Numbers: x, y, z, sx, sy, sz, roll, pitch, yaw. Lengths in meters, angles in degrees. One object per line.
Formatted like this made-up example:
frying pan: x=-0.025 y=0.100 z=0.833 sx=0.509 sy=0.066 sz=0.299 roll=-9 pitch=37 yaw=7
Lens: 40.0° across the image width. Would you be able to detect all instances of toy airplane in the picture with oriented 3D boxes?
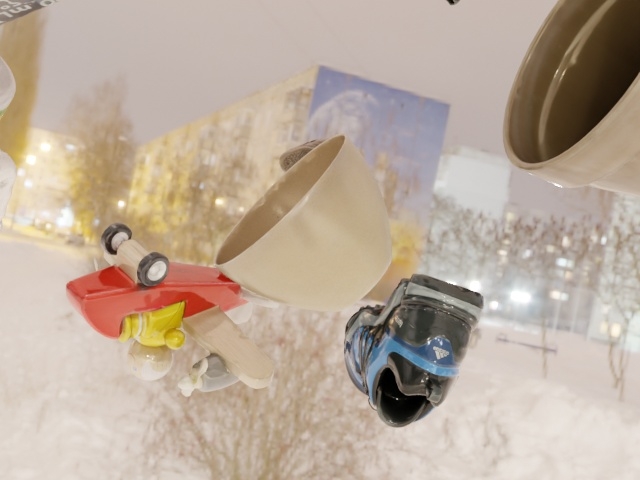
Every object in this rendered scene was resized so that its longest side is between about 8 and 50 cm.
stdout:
toy airplane: x=-0.267 y=0.135 z=1.644 sx=0.384 sy=0.272 sz=0.386 roll=23 pitch=11 yaw=-8

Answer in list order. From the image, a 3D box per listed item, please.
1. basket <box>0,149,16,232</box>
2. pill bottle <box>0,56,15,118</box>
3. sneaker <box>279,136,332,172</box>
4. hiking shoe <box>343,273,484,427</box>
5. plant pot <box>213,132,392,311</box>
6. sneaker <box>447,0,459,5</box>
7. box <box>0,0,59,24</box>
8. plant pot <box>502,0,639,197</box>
basket: x=-0.640 y=-0.045 z=1.178 sx=0.331 sy=0.328 sz=0.266 roll=1 pitch=36 yaw=-45
pill bottle: x=-0.450 y=-0.108 z=0.964 sx=0.136 sy=0.246 sz=0.136 roll=32 pitch=27 yaw=-18
sneaker: x=-0.017 y=-0.184 z=1.904 sx=0.188 sy=0.066 sz=0.071 roll=-13 pitch=26 yaw=-31
hiking shoe: x=0.075 y=0.140 z=0.962 sx=0.113 sy=0.132 sz=0.304 roll=21 pitch=-25 yaw=-1
plant pot: x=0.000 y=0.000 z=1.366 sx=0.191 sy=0.284 sz=0.284 roll=45 pitch=-12 yaw=-14
sneaker: x=0.175 y=-0.378 z=1.292 sx=0.083 sy=0.035 sz=0.031 roll=30 pitch=-26 yaw=-5
box: x=-0.225 y=-0.335 z=0.417 sx=0.479 sy=0.297 sz=0.472 roll=-15 pitch=-5 yaw=19
plant pot: x=0.437 y=-0.178 z=1.106 sx=0.280 sy=0.323 sz=0.323 roll=24 pitch=-6 yaw=-16
